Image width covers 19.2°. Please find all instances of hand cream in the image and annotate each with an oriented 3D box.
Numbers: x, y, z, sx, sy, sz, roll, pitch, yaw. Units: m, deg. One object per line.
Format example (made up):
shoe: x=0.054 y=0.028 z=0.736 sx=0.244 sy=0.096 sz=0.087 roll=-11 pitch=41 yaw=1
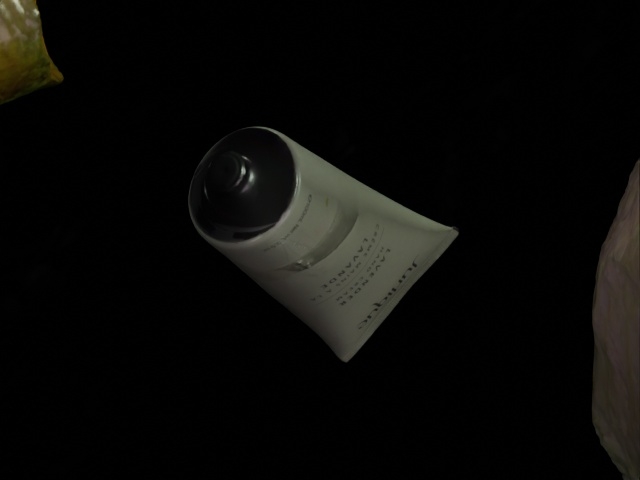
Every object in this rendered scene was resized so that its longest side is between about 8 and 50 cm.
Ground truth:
hand cream: x=0.000 y=0.000 z=0.857 sx=0.087 sy=0.054 sz=0.186 roll=-50 pitch=147 yaw=4

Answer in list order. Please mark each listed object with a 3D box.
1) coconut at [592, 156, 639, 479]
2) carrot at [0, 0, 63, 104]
coconut: x=0.335 y=0.019 z=0.935 sx=0.404 sy=0.404 sz=0.405 roll=-25 pitch=133 yaw=-29
carrot: x=-0.163 y=-0.062 z=0.627 sx=0.173 sy=0.082 sz=0.082 roll=-25 pitch=133 yaw=-25
